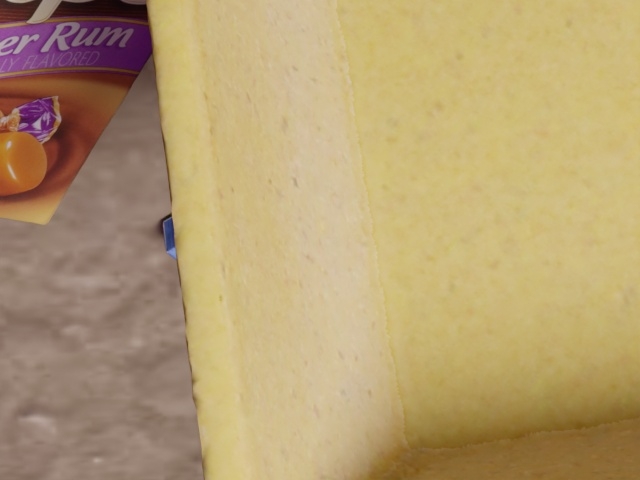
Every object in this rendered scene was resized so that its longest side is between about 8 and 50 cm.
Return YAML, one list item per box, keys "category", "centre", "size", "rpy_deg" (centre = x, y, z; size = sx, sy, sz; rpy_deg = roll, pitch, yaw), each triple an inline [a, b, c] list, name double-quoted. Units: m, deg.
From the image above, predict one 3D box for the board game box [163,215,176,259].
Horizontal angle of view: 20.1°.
- category: "board game box"
  centre: [0.000, 0.000, 0.722]
  size: [0.090, 0.020, 0.090]
  rpy_deg: [-30, 134, 22]

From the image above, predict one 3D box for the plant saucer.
- category: "plant saucer"
  centre: [0.122, -0.084, 0.467]
  size: [0.332, 0.333, 0.081]
  rpy_deg: [-9, 163, 1]

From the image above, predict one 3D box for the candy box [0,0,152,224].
- category: "candy box"
  centre: [-0.105, -0.087, 0.576]
  size: [0.109, 0.053, 0.187]
  rpy_deg: [7, 135, -33]
